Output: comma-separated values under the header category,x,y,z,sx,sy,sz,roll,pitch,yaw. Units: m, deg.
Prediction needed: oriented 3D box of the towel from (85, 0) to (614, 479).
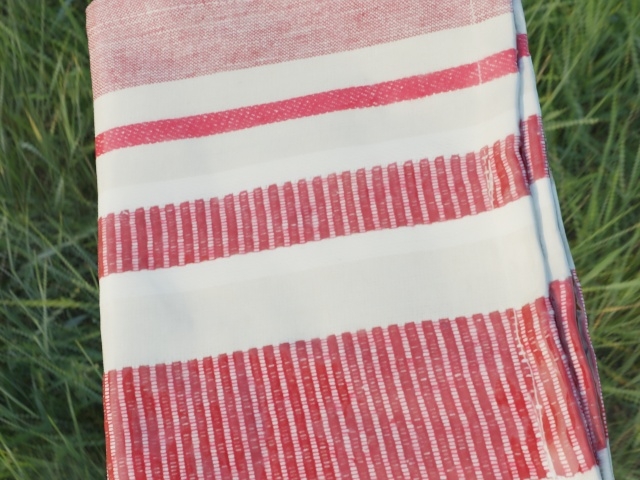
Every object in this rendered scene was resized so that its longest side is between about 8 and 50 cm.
category,x,y,z,sx,sy,sz,roll,pitch,yaw
towel,0.000,0.000,0.529,0.237,0.037,0.329,-11,70,10
